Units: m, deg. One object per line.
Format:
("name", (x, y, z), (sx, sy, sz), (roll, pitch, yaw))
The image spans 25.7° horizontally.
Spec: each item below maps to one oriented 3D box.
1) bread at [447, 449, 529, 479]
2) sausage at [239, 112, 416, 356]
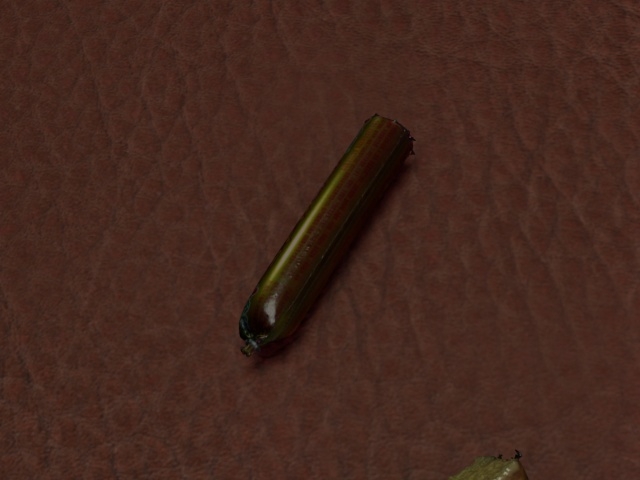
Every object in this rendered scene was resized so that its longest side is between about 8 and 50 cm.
("bread", (0.140, 0.273, 1.410), (0.147, 0.127, 0.152), (-34, 31, -14))
("sausage", (0.000, 0.000, 1.718), (0.082, 0.082, 0.371), (16, 56, 29))
